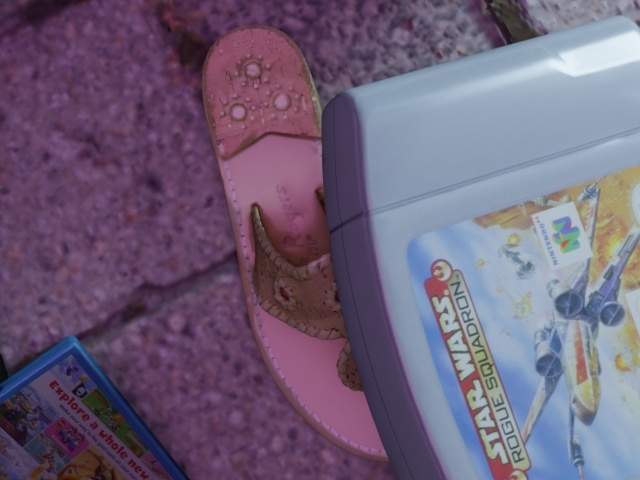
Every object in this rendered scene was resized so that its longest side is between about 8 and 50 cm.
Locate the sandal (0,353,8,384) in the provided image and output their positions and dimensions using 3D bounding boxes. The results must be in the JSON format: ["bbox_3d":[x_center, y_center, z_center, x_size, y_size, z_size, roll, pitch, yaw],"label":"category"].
[{"bbox_3d":[-0.311,-0.059,0.931,0.167,0.107,0.446,-37,86,0],"label":"sandal"}]

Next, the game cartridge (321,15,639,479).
[{"bbox_3d":[0.116,0.051,0.895,0.198,0.062,0.297,-18,85,-29],"label":"game cartridge"}]

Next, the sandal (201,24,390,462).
[{"bbox_3d":[-0.006,0.002,0.927,0.088,0.079,0.240,-20,86,1],"label":"sandal"}]

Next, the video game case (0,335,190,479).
[{"bbox_3d":[-0.158,0.139,0.931,0.166,0.015,0.119,-35,115,0],"label":"video game case"}]
